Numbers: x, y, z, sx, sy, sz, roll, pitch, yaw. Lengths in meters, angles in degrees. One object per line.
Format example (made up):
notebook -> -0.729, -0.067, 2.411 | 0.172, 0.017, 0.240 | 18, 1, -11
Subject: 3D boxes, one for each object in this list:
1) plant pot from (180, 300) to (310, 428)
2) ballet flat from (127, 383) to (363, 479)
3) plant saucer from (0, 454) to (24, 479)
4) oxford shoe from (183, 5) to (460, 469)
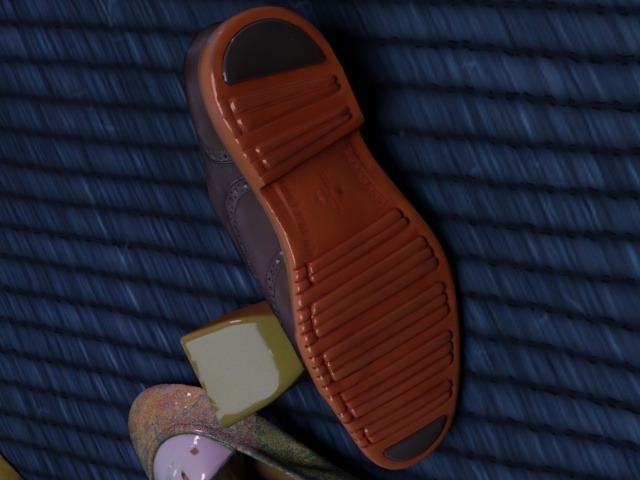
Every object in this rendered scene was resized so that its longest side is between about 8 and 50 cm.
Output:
plant pot -> -0.045, 0.090, 1.117 | 0.083, 0.081, 0.081 | -26, 90, 28
ballet flat -> -0.044, 0.218, 1.133 | 0.348, 0.123, 0.123 | 24, 117, 25
plant saucer -> -0.424, 0.326, 1.437 | 0.333, 0.081, 0.333 | 44, 124, 14
oxford shoe -> 0.000, 0.000, 1.057 | 0.133, 0.130, 0.364 | 4, 117, 65
